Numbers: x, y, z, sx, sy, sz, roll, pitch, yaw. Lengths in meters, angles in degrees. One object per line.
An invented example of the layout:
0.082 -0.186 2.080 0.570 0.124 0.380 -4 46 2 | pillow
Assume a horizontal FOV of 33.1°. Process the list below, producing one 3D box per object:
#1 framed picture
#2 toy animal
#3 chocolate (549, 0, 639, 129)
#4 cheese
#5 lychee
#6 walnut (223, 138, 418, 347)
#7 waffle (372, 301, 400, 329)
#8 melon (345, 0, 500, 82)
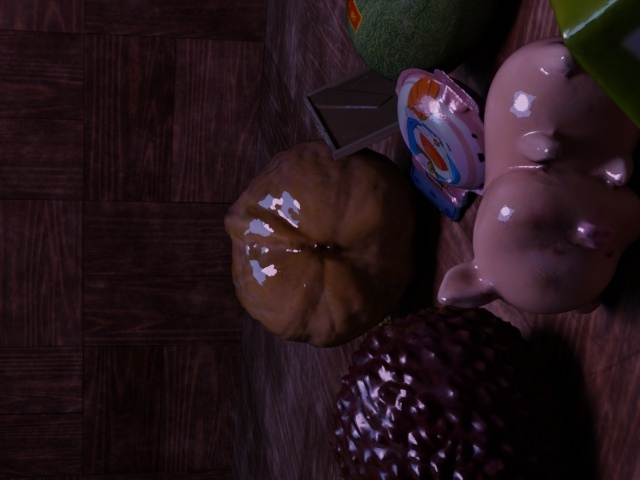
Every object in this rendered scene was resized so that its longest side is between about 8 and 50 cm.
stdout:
0.076 -0.199 1.531 0.250 0.184 0.016 -116 0 -63 | framed picture
0.204 -0.055 0.941 0.154 0.166 0.250 -105 24 -80 | toy animal
0.238 -0.241 0.570 0.301 0.137 0.289 -38 43 35 | chocolate
0.153 -0.112 1.311 0.189 0.074 0.286 49 164 18 | cheese
0.141 0.198 1.094 0.271 0.271 0.272 180 90 -78 | lychee
0.004 0.000 1.590 0.344 0.306 0.306 -136 48 -79 | walnut
0.101 0.126 1.742 0.135 0.021 0.092 -156 67 -77 | waffle
0.120 -0.288 1.294 0.288 0.182 0.182 116 152 -65 | melon
